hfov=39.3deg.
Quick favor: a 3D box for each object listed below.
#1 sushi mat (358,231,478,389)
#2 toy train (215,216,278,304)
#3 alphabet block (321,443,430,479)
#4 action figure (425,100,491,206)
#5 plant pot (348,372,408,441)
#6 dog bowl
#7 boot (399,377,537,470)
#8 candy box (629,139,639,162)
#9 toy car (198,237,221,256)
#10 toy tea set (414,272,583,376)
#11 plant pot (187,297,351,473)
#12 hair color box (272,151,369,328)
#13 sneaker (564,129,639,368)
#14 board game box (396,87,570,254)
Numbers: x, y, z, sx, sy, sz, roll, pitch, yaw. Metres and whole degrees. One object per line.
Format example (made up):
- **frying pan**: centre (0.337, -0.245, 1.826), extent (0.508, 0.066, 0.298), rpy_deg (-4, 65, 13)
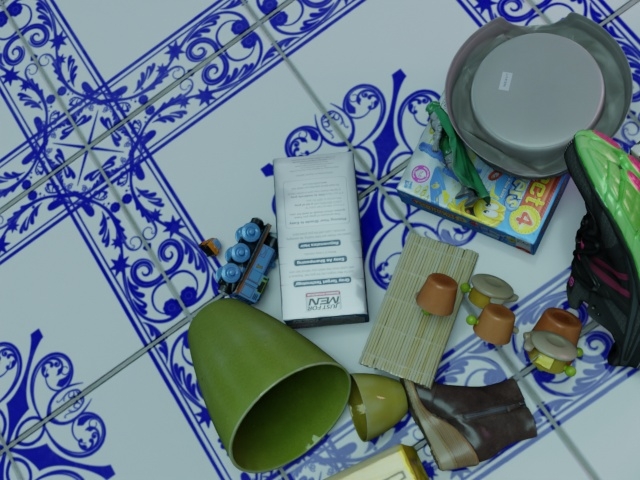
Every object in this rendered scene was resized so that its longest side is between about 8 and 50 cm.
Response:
- **sushi mat**: centre (0.198, 0.131, 1.782), extent (0.151, 0.019, 0.316), rpy_deg (15, 63, 18)
- **toy train**: centre (-0.148, 0.044, 1.897), extent (0.105, 0.080, 0.184), rpy_deg (29, 74, -14)
- **alphabet block**: centre (0.115, 0.505, 1.657), extent (0.197, 0.192, 0.193), rpy_deg (-27, 72, 7)
- **action figure**: centre (0.257, -0.180, 1.765), extent (0.063, 0.137, 0.232), rpy_deg (-26, 61, 19)
- **plant pot**: centre (0.115, 0.318, 1.750), extent (0.095, 0.134, 0.134), rpy_deg (-10, 72, -13)
- **dog bowl**: centre (0.421, -0.277, 1.745), extent (0.349, 0.102, 0.349), rpy_deg (-4, 71, 12)
- **boot**: centre (0.280, 0.309, 1.742), extent (0.207, 0.090, 0.248), rpy_deg (-21, 66, -7)
- **candy box**: centre (0.648, -0.101, 1.665), extent (0.071, 0.233, 0.159), rpy_deg (-42, 70, 0)
- **toy car**: centre (-0.210, 0.038, 1.953), extent (0.122, 0.060, 0.040), rpy_deg (45, 68, -3)
- **toy tea set**: centre (0.338, 0.169, 1.699), extent (0.336, 0.200, 0.124), rpy_deg (28, 118, 24)
- **plant pot**: centre (-0.135, 0.256, 1.769), extent (0.275, 0.275, 0.293), rpy_deg (-45, 53, -1)
- **hair color box**: centre (0.000, 0.000, 1.855), extent (0.174, 0.105, 0.347), rpy_deg (-5, 73, 3)
- **sneaker**: centre (0.519, 0.038, 1.604), extent (0.202, 0.185, 0.483), rpy_deg (-13, 104, 36)
- **board game box**: centre (0.358, -0.170, 1.833), extent (0.302, 0.086, 0.308), rpy_deg (23, 82, 19)
